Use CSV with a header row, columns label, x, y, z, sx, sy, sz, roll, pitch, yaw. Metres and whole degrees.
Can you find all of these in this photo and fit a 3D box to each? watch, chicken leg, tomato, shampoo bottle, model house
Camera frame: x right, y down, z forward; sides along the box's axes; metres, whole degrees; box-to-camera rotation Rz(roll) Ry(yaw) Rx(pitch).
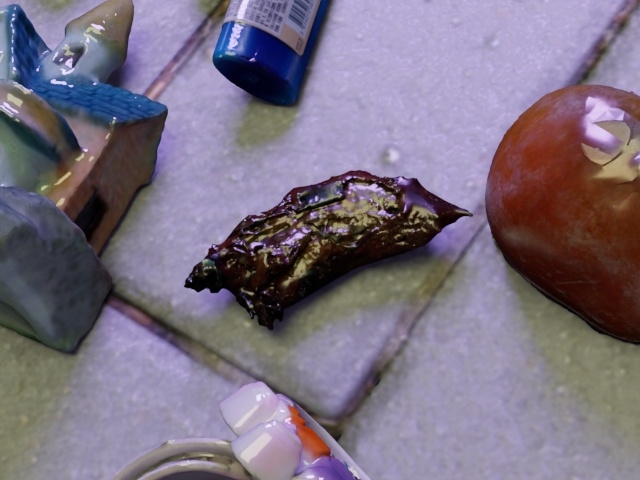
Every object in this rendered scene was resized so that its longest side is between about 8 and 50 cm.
label,x,y,z,sx,sy,sz,roll,pitch,yaw
watch,-0.051,0.242,0.973,0.231,0.196,0.244,-40,63,-1
chicken leg,0.000,0.000,1.161,0.234,0.063,0.105,-27,63,-2
tomato,0.225,-0.039,1.077,0.214,0.155,0.180,26,74,24
shampoo bottle,-0.036,-0.217,1.285,0.050,0.087,0.183,-22,45,54
model house,-0.264,-0.117,1.227,0.267,0.194,0.325,21,65,24
